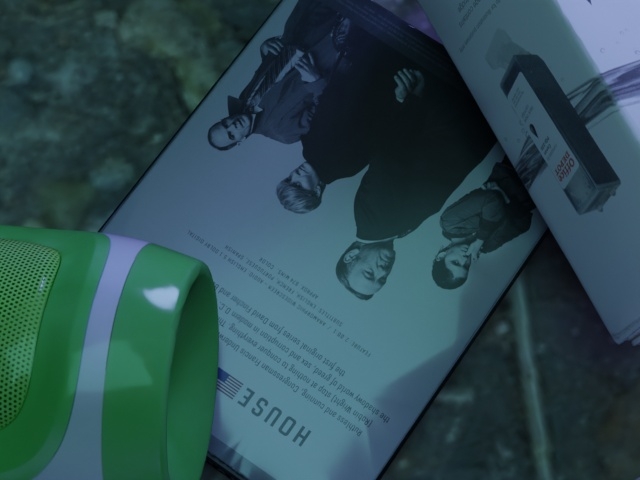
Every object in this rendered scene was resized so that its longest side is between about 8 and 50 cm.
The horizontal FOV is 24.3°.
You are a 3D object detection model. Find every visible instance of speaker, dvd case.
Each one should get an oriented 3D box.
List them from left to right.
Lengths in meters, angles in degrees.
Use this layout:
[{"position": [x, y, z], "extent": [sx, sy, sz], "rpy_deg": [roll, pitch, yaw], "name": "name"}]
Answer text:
[{"position": [-0.199, 0.051, 0.636], "extent": [0.296, 0.131, 0.131], "rpy_deg": [4, 72, 7], "name": "speaker"}, {"position": [0.000, 0.000, 0.726], "extent": [0.179, 0.029, 0.239], "rpy_deg": [34, 74, 8], "name": "dvd case"}]

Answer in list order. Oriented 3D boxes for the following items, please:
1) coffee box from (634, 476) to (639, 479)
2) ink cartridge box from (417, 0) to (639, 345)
[{"position": [0.330, 0.188, 0.516], "extent": [0.334, 0.338, 0.338], "rpy_deg": [-15, 73, -8], "name": "coffee box"}, {"position": [0.164, -0.080, 0.706], "extent": [0.158, 0.092, 0.218], "rpy_deg": [-20, 75, -28], "name": "ink cartridge box"}]
